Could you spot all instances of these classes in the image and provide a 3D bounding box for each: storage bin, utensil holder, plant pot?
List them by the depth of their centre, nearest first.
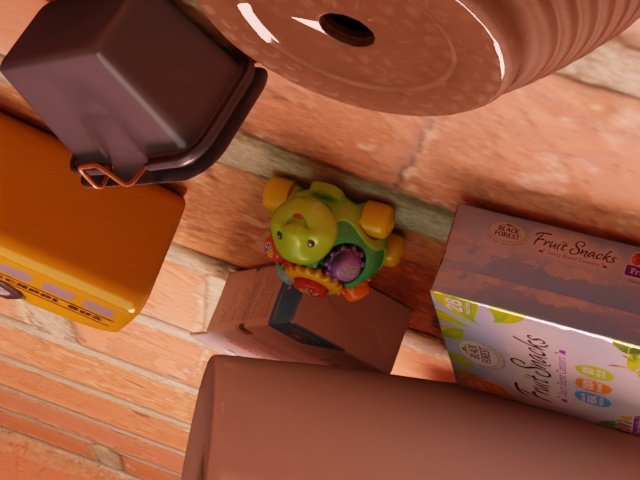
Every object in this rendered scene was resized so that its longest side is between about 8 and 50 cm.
[{"bbox_3d":[0.028,-0.119,0.486,0.237,0.109,0.237,17,162,6],"label":"plant pot"},{"bbox_3d":[-0.116,-0.087,0.770,0.135,0.098,0.091,-1,142,48],"label":"storage bin"},{"bbox_3d":[0.083,0.264,1.042,0.385,0.327,0.327,9,163,-9],"label":"utensil holder"}]

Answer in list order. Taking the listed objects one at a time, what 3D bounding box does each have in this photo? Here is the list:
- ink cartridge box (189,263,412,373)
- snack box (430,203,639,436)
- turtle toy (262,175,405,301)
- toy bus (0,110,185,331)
[{"bbox_3d":[-0.022,0.069,1.145,0.104,0.060,0.180,29,159,-27],"label":"ink cartridge box"},{"bbox_3d":[0.172,0.062,0.907,0.174,0.070,0.207,15,160,15],"label":"snack box"},{"bbox_3d":[0.000,0.000,0.918,0.095,0.066,0.130,15,161,17],"label":"turtle toy"},{"bbox_3d":[-0.280,-0.044,1.024,0.333,0.108,0.130,25,161,-13],"label":"toy bus"}]
